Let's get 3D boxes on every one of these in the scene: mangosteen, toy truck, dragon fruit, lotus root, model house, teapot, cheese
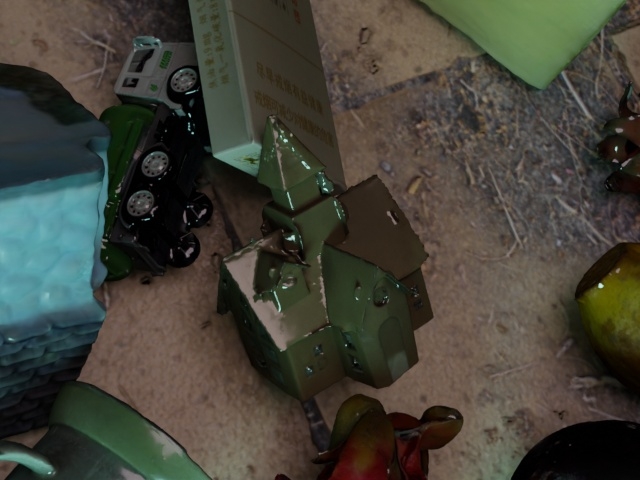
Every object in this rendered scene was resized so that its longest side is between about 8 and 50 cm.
[{"bbox_3d":[0.274,0.292,1.401,0.211,0.211,0.250,-7,102,-19],"label":"mangosteen"},{"bbox_3d":[-0.167,-0.073,1.442,0.125,0.101,0.242,7,65,26],"label":"toy truck"},{"bbox_3d":[0.030,0.285,1.312,0.227,0.243,0.307,29,22,-14],"label":"dragon fruit"},{"bbox_3d":[0.395,0.093,1.513,0.291,0.193,0.193,25,65,-3],"label":"lotus root"},{"bbox_3d":[0.000,0.000,1.372,0.181,0.176,0.248,-31,119,-23],"label":"model house"},{"bbox_3d":[-0.252,0.284,1.213,0.337,0.200,0.270,-50,134,-24],"label":"teapot"},{"bbox_3d":[-0.360,0.056,1.279,0.360,0.339,0.297,-15,30,-34],"label":"model house"},{"bbox_3d":[0.374,-0.097,1.610,0.142,0.121,0.130,29,28,23],"label":"dragon fruit"},{"bbox_3d":[0.199,-0.316,1.567,0.265,0.242,0.124,38,55,0],"label":"cheese"}]

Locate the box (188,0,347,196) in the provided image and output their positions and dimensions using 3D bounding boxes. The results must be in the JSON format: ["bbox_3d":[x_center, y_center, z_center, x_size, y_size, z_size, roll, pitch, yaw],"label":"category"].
[{"bbox_3d":[-0.066,-0.232,1.491,0.051,0.204,0.365,-17,71,23],"label":"box"}]
